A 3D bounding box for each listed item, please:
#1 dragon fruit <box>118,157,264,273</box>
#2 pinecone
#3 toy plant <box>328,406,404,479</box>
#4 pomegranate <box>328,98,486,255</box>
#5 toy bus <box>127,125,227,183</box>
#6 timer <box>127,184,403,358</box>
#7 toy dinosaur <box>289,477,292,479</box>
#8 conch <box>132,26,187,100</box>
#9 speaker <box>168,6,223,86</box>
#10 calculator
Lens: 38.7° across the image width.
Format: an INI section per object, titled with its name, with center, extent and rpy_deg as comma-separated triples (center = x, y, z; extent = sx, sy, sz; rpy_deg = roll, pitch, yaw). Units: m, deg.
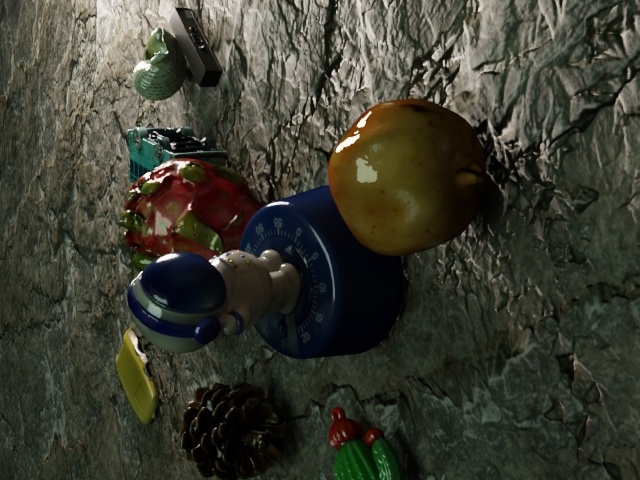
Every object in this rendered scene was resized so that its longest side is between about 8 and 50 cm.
[dragon fruit]
center = -0.212, -0.010, 1.629
extent = 0.237, 0.303, 0.231
rpy_deg = -33, 27, 42
[pinecone]
center = -0.153, 0.350, 1.669
extent = 0.212, 0.168, 0.185
rpy_deg = -21, 107, 45
[toy plant]
center = 0.077, 0.368, 1.395
extent = 0.155, 0.088, 0.240
rpy_deg = -29, 66, 57
[pomegranate]
center = 0.109, -0.078, 1.168
extent = 0.209, 0.209, 0.209
rpy_deg = 13, 106, 56
[toy bus]
center = -0.293, -0.148, 1.846
extent = 0.256, 0.128, 0.147
rpy_deg = 29, 121, 54
[timer]
center = -0.097, 0.069, 1.320
extent = 0.270, 0.384, 0.270
rpy_deg = 12, 107, 46
[toy dinosaur]
center = -0.088, 0.521, 1.714
extent = 0.082, 0.039, 0.208
rpy_deg = 47, 132, 45
[conch]
center = -0.329, -0.364, 1.891
extent = 0.153, 0.102, 0.135
rpy_deg = -33, 59, 41
[speaker]
center = -0.251, -0.389, 1.822
extent = 0.046, 0.040, 0.191
rpy_deg = -57, 49, 41
[calculator]
center = -0.455, 0.343, 2.256
extent = 0.236, 0.033, 0.157
rpy_deg = 58, 138, 32
